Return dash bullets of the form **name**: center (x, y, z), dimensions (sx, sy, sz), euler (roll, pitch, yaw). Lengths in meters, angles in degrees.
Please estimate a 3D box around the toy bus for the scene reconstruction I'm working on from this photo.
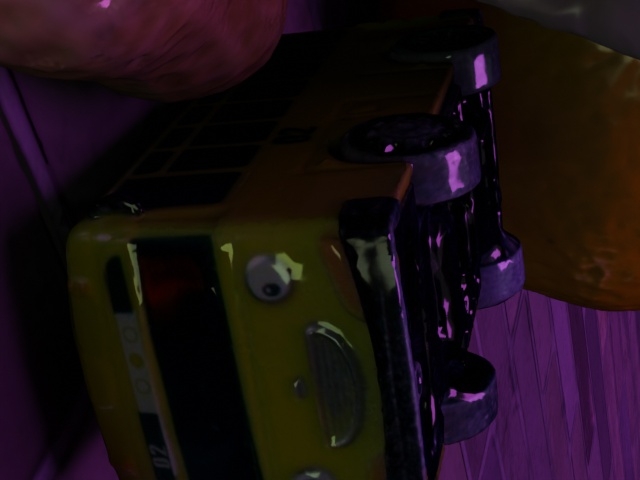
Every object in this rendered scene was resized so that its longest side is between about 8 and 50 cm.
- **toy bus**: center (0.000, 0.000, 0.560), dimensions (0.262, 0.150, 0.128), euler (-62, 146, -63)

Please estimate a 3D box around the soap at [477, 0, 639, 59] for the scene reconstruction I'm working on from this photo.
- **soap**: center (0.143, -0.237, 0.493), dimensions (0.213, 0.435, 0.350), euler (-61, 169, -55)

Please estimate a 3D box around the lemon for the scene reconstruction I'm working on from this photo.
- **lemon**: center (0.189, -0.117, 0.870), dimensions (0.336, 0.336, 0.336), euler (0, 90, -71)

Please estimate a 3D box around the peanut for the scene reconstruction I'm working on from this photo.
- **peanut**: center (-0.066, -0.088, 0.454), dimensions (0.214, 0.099, 0.099), euler (18, 73, -74)
